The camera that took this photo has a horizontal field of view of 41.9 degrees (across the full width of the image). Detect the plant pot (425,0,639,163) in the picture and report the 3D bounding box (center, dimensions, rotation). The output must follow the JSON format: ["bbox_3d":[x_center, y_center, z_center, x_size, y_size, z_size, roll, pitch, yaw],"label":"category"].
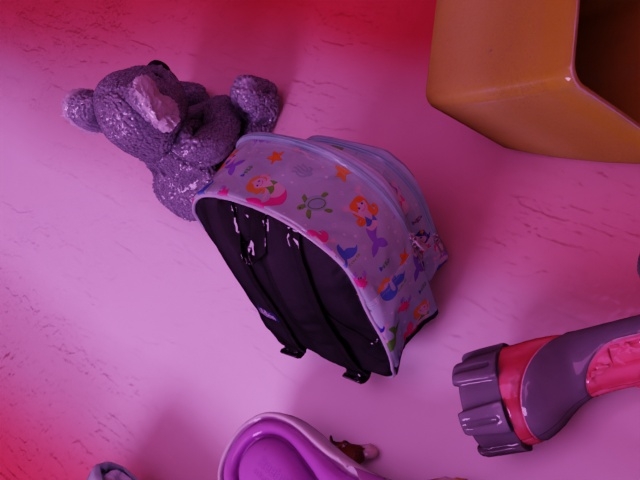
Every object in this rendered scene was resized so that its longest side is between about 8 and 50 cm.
[{"bbox_3d":[0.222,-0.191,0.802,0.187,0.212,0.212,-6,71,47],"label":"plant pot"}]

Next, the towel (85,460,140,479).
[{"bbox_3d":[-0.225,0.484,0.918,0.374,0.090,0.320,37,97,38],"label":"towel"}]

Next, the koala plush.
[{"bbox_3d":[-0.198,-0.145,1.063,0.196,0.221,0.203,5,78,36],"label":"koala plush"}]

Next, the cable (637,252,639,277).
[{"bbox_3d":[0.417,-0.026,0.708,0.287,0.072,0.139,-47,70,28],"label":"cable"}]

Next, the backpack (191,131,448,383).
[{"bbox_3d":[0.000,0.000,0.856,0.225,0.253,0.191,17,65,39],"label":"backpack"}]

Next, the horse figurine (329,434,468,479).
[{"bbox_3d":[0.059,0.327,0.817,0.174,0.066,0.263,-3,70,29],"label":"horse figurine"}]

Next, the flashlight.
[{"bbox_3d":[0.270,0.112,0.720,0.304,0.103,0.103,-18,91,29],"label":"flashlight"}]

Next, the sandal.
[{"bbox_3d":[0.017,0.273,0.753,0.416,0.102,0.169,14,75,48],"label":"sandal"}]
